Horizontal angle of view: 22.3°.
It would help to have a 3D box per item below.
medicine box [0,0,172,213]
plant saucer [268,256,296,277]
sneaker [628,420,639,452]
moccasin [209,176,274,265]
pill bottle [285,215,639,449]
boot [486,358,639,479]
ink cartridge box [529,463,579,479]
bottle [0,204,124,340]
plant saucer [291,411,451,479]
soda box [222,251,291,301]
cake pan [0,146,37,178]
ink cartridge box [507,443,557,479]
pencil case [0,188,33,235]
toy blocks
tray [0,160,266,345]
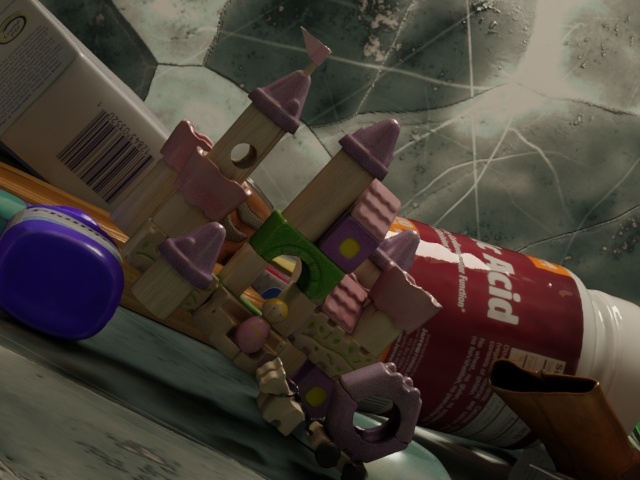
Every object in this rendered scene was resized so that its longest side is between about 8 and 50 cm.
[{"bbox_3d":[-0.324,-0.167,2.050,0.263,0.149,0.289,45,0,-43],"label":"medicine box"},{"bbox_3d":[0.073,0.141,2.429,0.333,0.081,0.333,24,4,-39],"label":"plant saucer"},{"bbox_3d":[0.477,0.271,2.020,0.134,0.146,0.343,25,6,-44],"label":"sneaker"},{"bbox_3d":[-0.191,-0.037,2.173,0.139,0.147,0.380,53,-13,-30],"label":"moccasin"},{"bbox_3d":[0.171,0.112,1.857,0.392,0.224,0.224,16,7,-22],"label":"pill bottle"},{"bbox_3d":[0.337,0.228,1.716,0.264,0.096,0.280,15,-33,46],"label":"boot"},{"bbox_3d":[0.295,0.304,1.644,0.198,0.067,0.115,30,2,36],"label":"ink cartridge box"},{"bbox_3d":[-0.243,0.020,1.508,0.118,0.092,0.283,27,3,-10],"label":"bottle"},{"bbox_3d":[0.058,0.204,1.571,0.195,0.037,0.195,27,2,-1],"label":"plant saucer"},{"bbox_3d":[-0.055,0.090,2.103,0.092,0.083,0.263,26,2,-37],"label":"soda box"},{"bbox_3d":[-0.395,-0.075,2.258,0.293,0.054,0.293,27,2,-1],"label":"cake pan"},{"bbox_3d":[0.292,0.285,2.054,0.239,0.060,0.275,28,3,26],"label":"ink cartridge box"},{"bbox_3d":[-0.341,-0.023,1.671,0.152,0.064,0.070,27,41,-18],"label":"pencil case"},{"bbox_3d":[0.000,0.000,1.471,0.288,0.260,0.309,42,5,-18],"label":"toy blocks"},{"bbox_3d":[-0.258,0.006,1.854,0.411,0.076,0.203,25,3,-21],"label":"tray"}]
